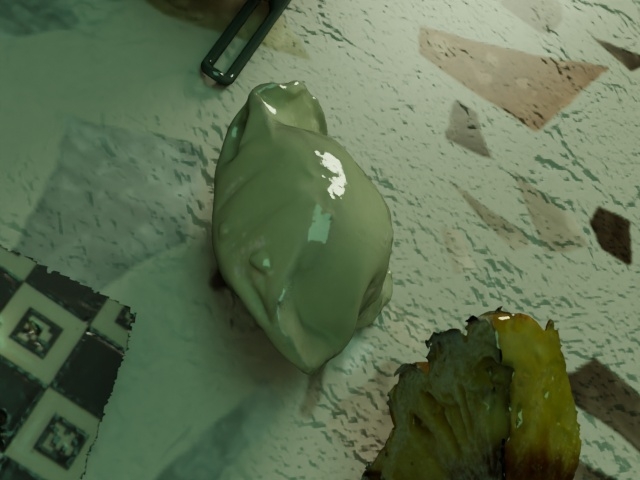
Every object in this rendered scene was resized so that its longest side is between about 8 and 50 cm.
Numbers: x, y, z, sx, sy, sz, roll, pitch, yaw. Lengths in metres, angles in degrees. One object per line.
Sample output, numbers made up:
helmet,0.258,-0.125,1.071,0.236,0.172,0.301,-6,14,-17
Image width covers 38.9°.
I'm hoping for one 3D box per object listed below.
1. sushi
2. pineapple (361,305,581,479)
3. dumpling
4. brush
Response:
sushi,-0.203,0.088,0.416,0.192,0.040,0.210,29,52,-18
pineapple,0.077,0.156,0.466,0.079,0.135,0.233,8,70,-33
dumpling,-0.001,0.002,0.538,0.134,0.100,0.169,36,20,-48
brush,-0.020,-0.203,0.672,0.062,0.027,0.266,34,58,-6
